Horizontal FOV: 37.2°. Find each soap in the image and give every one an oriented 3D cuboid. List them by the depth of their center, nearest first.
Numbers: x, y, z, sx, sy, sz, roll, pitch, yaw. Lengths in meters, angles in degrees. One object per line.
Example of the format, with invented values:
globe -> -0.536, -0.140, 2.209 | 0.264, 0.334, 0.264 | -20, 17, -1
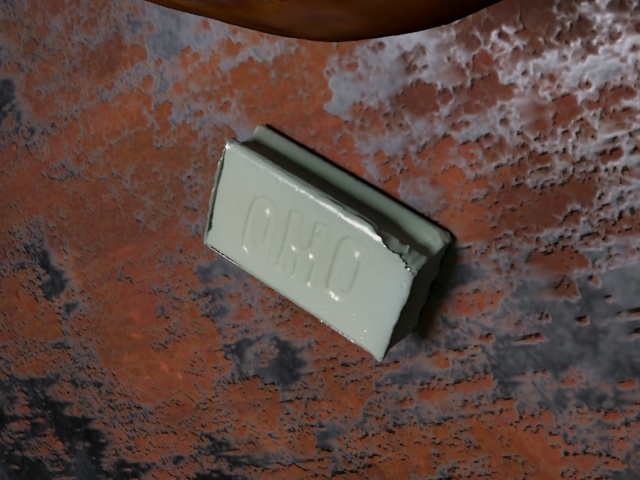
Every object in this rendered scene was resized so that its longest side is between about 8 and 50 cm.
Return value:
soap -> 0.000, 0.000, 0.793 | 0.198, 0.063, 0.115 | 31, 127, 22

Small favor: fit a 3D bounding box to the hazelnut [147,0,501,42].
hazelnut -> 0.012, -0.285, 0.444 | 0.429, 0.402, 0.402 | -34, 90, 38
